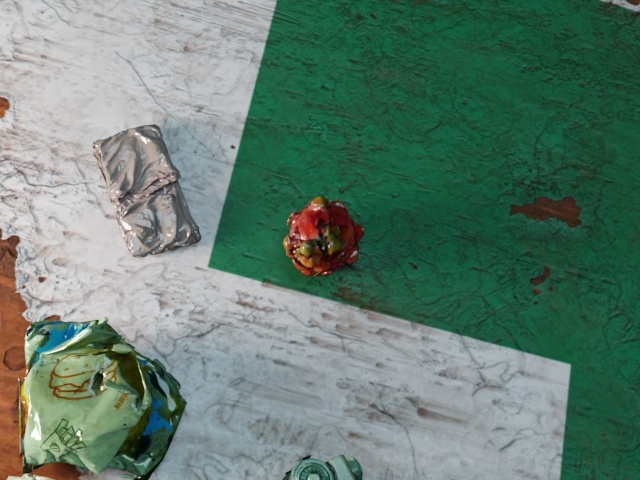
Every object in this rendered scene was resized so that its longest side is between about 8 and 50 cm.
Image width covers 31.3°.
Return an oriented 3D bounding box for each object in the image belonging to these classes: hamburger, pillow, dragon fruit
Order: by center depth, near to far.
[{"bbox_3d":[-0.346,0.247,1.802,0.276,0.150,0.260,13,65,-9],"label":"hamburger"},{"bbox_3d":[0.000,0.000,2.010,0.133,0.207,0.150,18,106,9],"label":"dragon fruit"},{"bbox_3d":[-0.310,-0.093,2.023,0.135,0.049,0.248,-16,68,-15],"label":"pillow"}]

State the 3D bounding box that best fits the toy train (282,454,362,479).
[{"bbox_3d":[-0.067,0.447,1.792,0.326,0.129,0.159,-21,76,-21],"label":"toy train"}]

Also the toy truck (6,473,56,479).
[{"bbox_3d":[-0.403,0.396,1.716,0.169,0.100,0.077,9,57,37],"label":"toy truck"}]
